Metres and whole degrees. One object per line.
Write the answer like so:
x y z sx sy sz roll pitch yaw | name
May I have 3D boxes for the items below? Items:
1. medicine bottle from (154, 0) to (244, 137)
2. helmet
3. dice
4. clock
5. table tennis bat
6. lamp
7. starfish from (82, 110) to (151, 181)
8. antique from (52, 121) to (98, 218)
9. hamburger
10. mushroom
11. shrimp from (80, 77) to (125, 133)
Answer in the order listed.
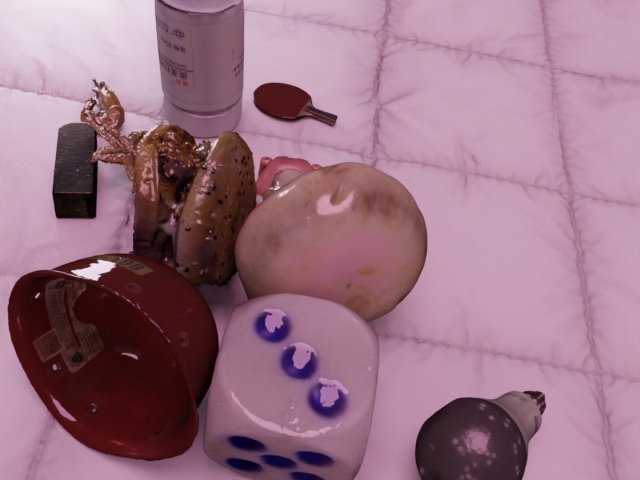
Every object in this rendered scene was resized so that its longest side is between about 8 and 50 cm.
-0.264 -0.409 1.692 0.189 0.332 0.190 3 47 -3 | medicine bottle
-0.292 0.156 1.237 0.384 0.338 0.230 7 27 27 | helmet
-0.047 0.248 1.249 0.251 0.243 0.259 12 53 -2 | dice
-0.070 -0.097 1.624 0.165 0.093 0.162 8 53 -5 | clock
-0.061 -0.330 1.864 0.220 0.019 0.130 22 50 9 | table tennis bat
0.295 0.322 1.287 0.313 0.182 0.182 -31 63 -31 | lamp
-0.373 -0.175 1.611 0.231 0.048 0.295 -10 51 -48 | starfish
-0.509 -0.152 1.593 0.081 0.080 0.221 0 50 -12 | antique
-0.234 -0.074 1.413 0.195 0.277 0.318 11 18 6 | hamburger
0.019 0.021 1.414 0.325 0.353 0.353 50 52 -12 | mushroom
-0.507 -0.307 1.753 0.099 0.041 0.180 -19 57 -7 | shrimp
